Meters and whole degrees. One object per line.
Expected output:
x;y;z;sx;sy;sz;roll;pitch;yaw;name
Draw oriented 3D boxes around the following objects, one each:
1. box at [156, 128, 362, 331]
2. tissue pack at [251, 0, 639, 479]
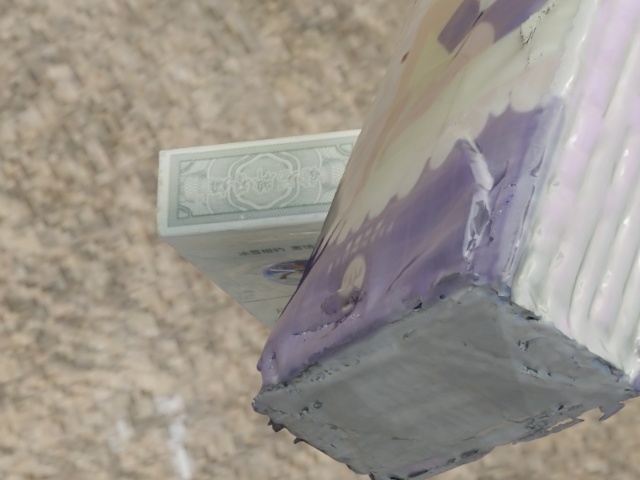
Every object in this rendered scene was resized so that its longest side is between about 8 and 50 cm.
0.000;-0.001;1.491;0.256;0.164;0.069;46;42;-63;box
0.110;-0.057;1.050;0.125;0.242;0.343;33;59;-16;tissue pack
